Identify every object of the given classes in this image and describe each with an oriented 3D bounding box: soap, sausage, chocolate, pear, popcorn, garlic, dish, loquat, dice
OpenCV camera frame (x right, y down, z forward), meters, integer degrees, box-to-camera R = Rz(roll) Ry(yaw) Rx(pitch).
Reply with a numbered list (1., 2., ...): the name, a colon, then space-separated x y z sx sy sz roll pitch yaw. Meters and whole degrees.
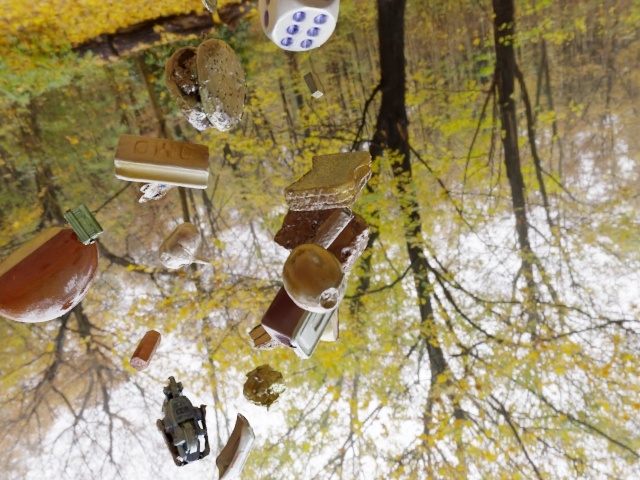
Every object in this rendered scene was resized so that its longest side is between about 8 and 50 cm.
1. soap: -0.492 -0.250 1.505 0.274 0.089 0.173 4 -143 -18
2. sausage: -0.574 0.354 1.592 0.065 0.065 0.169 -12 -153 8
3. chocolate: 0.005 0.004 1.805 0.329 0.102 0.065 -51 -133 4
4. pear: -0.017 0.333 2.384 0.191 0.387 0.340 -4 -138 6
5. popcorn: -0.236 0.623 2.032 0.187 0.167 0.186 -18 -132 55
6. garlic: -0.586 0.048 2.113 0.218 0.212 0.218 -44 -162 19
7. dish: -0.305 0.762 1.757 0.077 0.212 0.151 26 177 -17
8. loquat: -0.020 0.100 1.324 0.179 0.179 0.227 -20 -145 -13
9. dice: -0.080 -0.860 1.719 0.243 0.251 0.259 -5 170 -24

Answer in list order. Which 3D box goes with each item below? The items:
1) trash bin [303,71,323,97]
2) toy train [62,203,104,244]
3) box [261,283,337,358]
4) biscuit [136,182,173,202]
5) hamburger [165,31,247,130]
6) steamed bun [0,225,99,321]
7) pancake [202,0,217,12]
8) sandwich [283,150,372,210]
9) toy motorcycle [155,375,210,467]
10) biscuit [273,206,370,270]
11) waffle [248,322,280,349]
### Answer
1. trash bin: -0.030 -0.658 2.032 0.043 0.092 0.061 -26 169 25
2. toy train: -0.545 -0.037 1.104 0.056 0.093 0.038 -34 -170 -10
3. box: -0.069 0.249 1.712 0.167 0.193 0.294 18 -117 26
4. biscuit: -0.561 -0.215 1.705 0.236 0.039 0.180 -43 170 33
5. hamburger: -0.407 -0.569 1.716 0.195 0.277 0.318 -3 -113 17
6. steamed bun: -0.953 0.130 1.682 0.235 0.248 0.379 5 -136 46
7. pancake: -0.222 -0.498 0.923 0.011 0.115 0.115 -9 -158 11
8. sandwich: 0.026 -0.154 1.221 0.186 0.065 0.215 -1 -147 30
9. toy motorcycle: -0.548 0.701 1.827 0.182 0.241 0.319 15 -149 -45
10. biscuit: 0.013 -0.032 2.211 0.395 0.343 0.166 38 -163 22
11. waffle: -0.178 0.380 2.050 0.213 0.091 0.308 -35 165 -2
